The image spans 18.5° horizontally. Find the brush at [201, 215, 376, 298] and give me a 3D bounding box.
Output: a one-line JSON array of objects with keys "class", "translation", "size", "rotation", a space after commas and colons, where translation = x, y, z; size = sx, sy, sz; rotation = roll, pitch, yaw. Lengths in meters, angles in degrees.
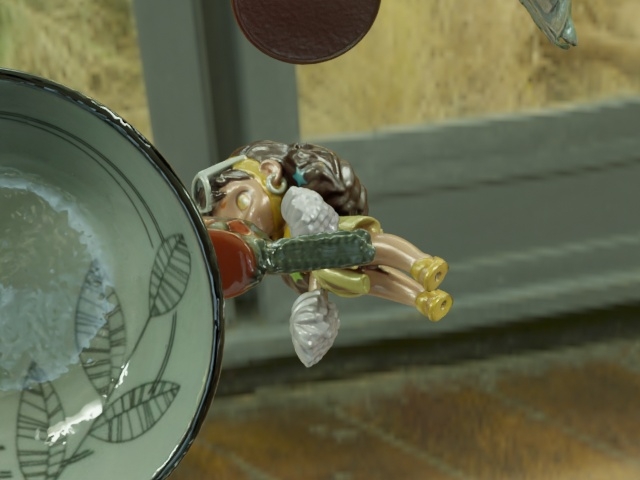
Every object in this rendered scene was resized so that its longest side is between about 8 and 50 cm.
[{"class": "brush", "translation": [-0.123, 0.015, 1.375], "size": [0.323, 0.070, 0.051], "rotation": [-5, 13, 1]}]

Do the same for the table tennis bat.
[{"class": "table tennis bat", "translation": [-0.007, -0.184, 1.246], "size": [0.098, 0.154, 0.019], "rotation": [0, 25, -7]}]

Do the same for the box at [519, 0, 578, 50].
[{"class": "box", "translation": [0.166, -0.306, 1.195], "size": [0.106, 0.264, 0.336], "rotation": [-4, 76, 20]}]

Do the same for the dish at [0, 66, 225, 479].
[{"class": "dish", "translation": [-0.212, 0.037, 1.271], "size": [0.316, 0.316, 0.106], "rotation": [-3, 14, 1]}]

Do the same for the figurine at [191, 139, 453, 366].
[{"class": "figurine", "translation": [-0.001, -0.001, 1.616], "size": [0.116, 0.174, 0.240], "rotation": [-28, 44, -28]}]
